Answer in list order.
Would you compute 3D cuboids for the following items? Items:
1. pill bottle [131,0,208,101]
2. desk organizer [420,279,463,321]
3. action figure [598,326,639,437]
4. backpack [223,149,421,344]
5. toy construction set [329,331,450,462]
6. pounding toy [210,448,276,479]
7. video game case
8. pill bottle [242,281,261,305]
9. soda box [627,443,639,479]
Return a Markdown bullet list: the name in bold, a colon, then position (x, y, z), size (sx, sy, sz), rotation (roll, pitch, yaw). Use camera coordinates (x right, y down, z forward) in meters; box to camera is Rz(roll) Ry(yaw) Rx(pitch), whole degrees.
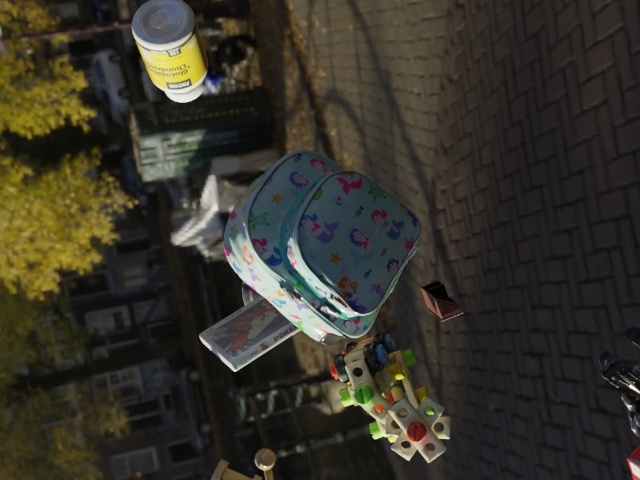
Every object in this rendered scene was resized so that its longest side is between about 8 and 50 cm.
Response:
- **pill bottle**: position (-0.244, -0.311, 1.575), size (0.184, 0.103, 0.103), rotation (80, 173, -65)
- **desk organizer**: position (0.244, 0.121, 1.919), size (0.130, 0.047, 0.050), rotation (-134, 22, -80)
- **action figure**: position (0.568, 0.251, 1.571), size (0.275, 0.164, 0.141), rotation (35, -162, -43)
- **backpack**: position (0.000, 0.000, 1.346), size (0.253, 0.225, 0.191), rotation (38, 154, -7)
- **toy construction set**: position (0.115, 0.266, 1.583), size (0.327, 0.151, 0.215), rotation (152, 96, -89)
- **pounding toy**: position (-0.130, 0.466, 1.568), size (0.154, 0.154, 0.270), rotation (108, -174, -68)
- **video game case**: position (-0.090, 0.128, 1.500), size (0.023, 0.183, 0.201), rotation (62, 165, -16)
- **pill bottle**: position (-0.014, 0.092, 1.727), size (0.245, 0.130, 0.130), rotation (1, 105, 38)
- **soda box**: position (0.470, 0.331, 1.206), size (0.083, 0.092, 0.263), rotation (32, 159, 44)
